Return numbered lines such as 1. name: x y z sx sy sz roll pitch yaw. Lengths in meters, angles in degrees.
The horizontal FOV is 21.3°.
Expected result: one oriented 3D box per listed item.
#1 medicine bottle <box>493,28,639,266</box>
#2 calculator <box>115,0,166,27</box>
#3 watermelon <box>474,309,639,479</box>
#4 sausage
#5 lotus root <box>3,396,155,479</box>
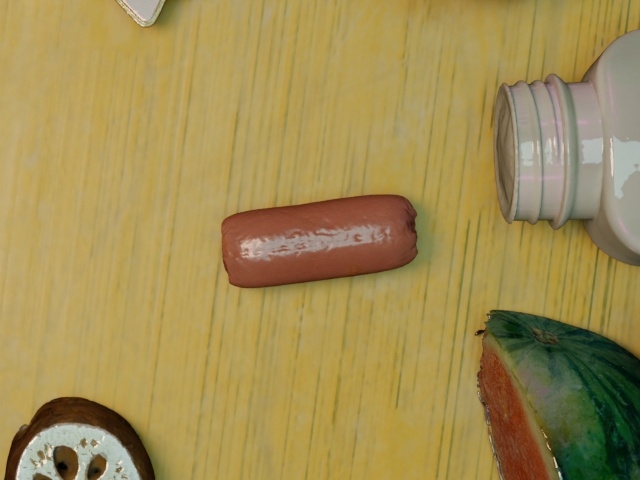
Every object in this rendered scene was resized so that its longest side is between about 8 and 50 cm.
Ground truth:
1. medicine bottle: 0.299 -0.072 1.301 0.324 0.124 0.179 -1 84 -1
2. calculator: -0.138 -0.293 1.324 0.157 0.033 0.236 -26 89 -1
3. watermelon: 0.220 0.150 1.303 0.146 0.128 0.231 -12 85 -14
4. sausage: 0.000 0.000 1.317 0.154 0.062 0.062 -8 91 -3
5. lotus root: -0.185 0.182 1.309 0.122 0.081 0.112 31 82 -3
